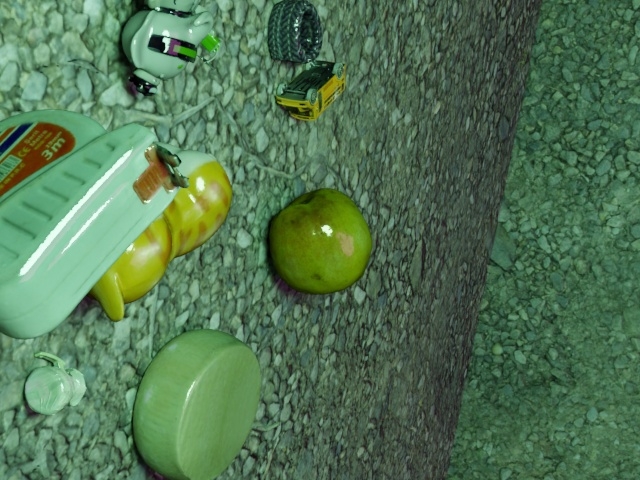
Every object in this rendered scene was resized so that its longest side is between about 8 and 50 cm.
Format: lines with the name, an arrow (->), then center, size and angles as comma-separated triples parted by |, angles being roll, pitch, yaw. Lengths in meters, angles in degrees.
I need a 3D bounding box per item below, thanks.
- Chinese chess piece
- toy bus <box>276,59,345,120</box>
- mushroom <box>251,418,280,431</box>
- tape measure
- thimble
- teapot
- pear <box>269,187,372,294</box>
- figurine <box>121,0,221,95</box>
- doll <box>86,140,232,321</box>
Chinese chess piece -> -0.198, 0.268, 1.432 | 0.250, 0.101, 0.250 | -36, 133, -53
toy bus -> -0.015, -0.270, 1.592 | 0.162, 0.069, 0.074 | -51, 145, -44
mushroom -> -0.159, 0.377, 1.638 | 0.306, 0.043, 0.068 | -29, 144, -58
tape measure -> -0.301, -0.027, 0.940 | 0.243, 0.246, 0.125 | -51, 144, -24
thimble -> -0.041, -0.358, 1.505 | 0.095, 0.066, 0.104 | -10, 110, -59
teapot -> -0.349, 0.186, 1.156 | 0.064, 0.064, 0.083 | 10, 61, -71
pear -> 0.000, 0.000, 1.613 | 0.200, 0.200, 0.200 | -36, 133, -53
figurine -> -0.204, -0.284, 1.162 | 0.147, 0.126, 0.192 | -38, 150, -78
doll -> -0.236, -0.026, 1.168 | 0.269, 0.166, 0.162 | -39, 133, -47
